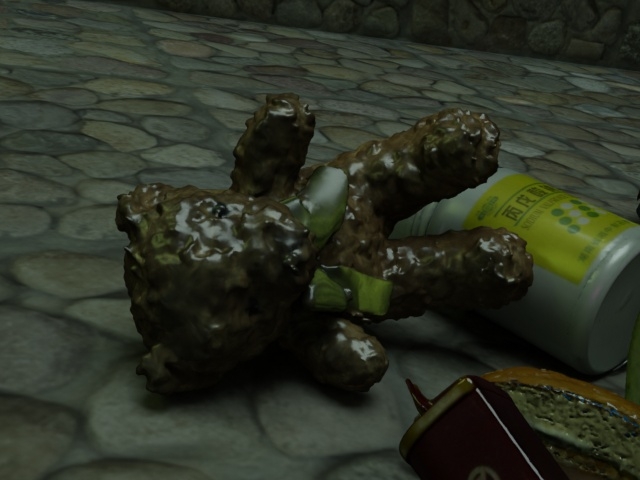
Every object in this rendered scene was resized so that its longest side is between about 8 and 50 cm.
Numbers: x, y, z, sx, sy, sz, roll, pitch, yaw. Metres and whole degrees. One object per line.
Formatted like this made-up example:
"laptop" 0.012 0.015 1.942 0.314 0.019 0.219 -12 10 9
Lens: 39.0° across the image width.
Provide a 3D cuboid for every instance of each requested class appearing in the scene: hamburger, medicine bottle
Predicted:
"hamburger" 0.160 0.126 0.630 0.176 0.087 0.102 7 18 18
"medicine bottle" 0.186 0.011 0.867 0.143 0.143 0.258 -10 29 -42

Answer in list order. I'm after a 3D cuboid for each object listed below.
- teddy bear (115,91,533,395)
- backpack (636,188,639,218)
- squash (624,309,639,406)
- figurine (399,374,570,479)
"teddy bear" 0.009 -0.003 0.708 0.296 0.246 0.222 -15 -1 10
"backpack" 0.549 -0.063 1.141 0.283 0.197 0.317 14 21 12
"squash" 0.276 0.085 0.582 0.049 0.252 0.252 10 22 -9
"figurine" 0.093 0.149 0.542 0.154 0.098 0.082 54 13 32
